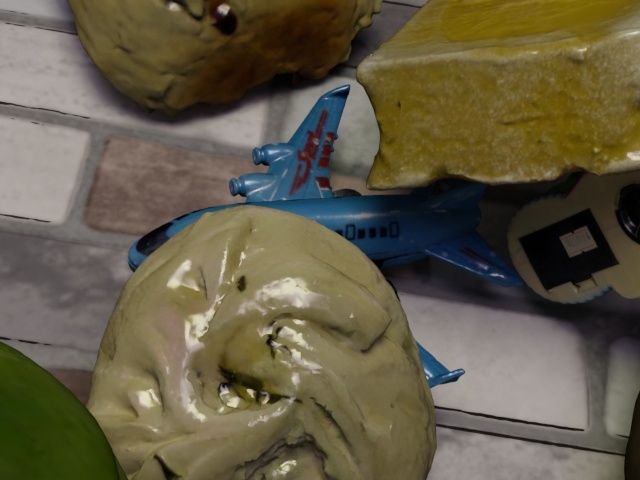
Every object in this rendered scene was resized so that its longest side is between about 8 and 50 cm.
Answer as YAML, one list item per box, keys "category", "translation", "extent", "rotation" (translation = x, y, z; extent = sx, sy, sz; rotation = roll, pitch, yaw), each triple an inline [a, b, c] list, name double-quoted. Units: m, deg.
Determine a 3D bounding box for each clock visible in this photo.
- category: "clock"
  translation: [0.253, -0.040, 0.751]
  extent: [0.195, 0.194, 0.100]
  rotation: [-28, 91, -30]

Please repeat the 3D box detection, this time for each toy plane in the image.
- category: "toy plane"
  translation: [0.000, 0.000, 0.741]
  extent: [0.271, 0.105, 0.254]
  rotation: [-11, 59, -13]

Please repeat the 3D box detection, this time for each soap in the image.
- category: "soap"
  translation: [0.159, -0.137, 0.746]
  extent: [0.199, 0.091, 0.315]
  rotation: [-3, 23, 24]

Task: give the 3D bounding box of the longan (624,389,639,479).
- category: "longan"
  translation: [0.305, 0.120, 0.648]
  extent: [0.246, 0.215, 0.246]
  rotation: [18, 37, -14]

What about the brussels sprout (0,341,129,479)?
- category: "brussels sprout"
  translation: [-0.227, 0.192, 0.499]
  extent: [0.371, 0.276, 0.315]
  rotation: [37, 77, 11]

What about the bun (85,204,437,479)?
- category: "bun"
  translation: [-0.036, 0.101, 0.622]
  extent: [0.210, 0.116, 0.237]
  rotation: [-31, 89, 1]

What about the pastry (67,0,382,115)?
- category: "pastry"
  translation: [-0.085, -0.246, 0.848]
  extent: [0.256, 0.170, 0.237]
  rotation: [-18, 65, -24]
